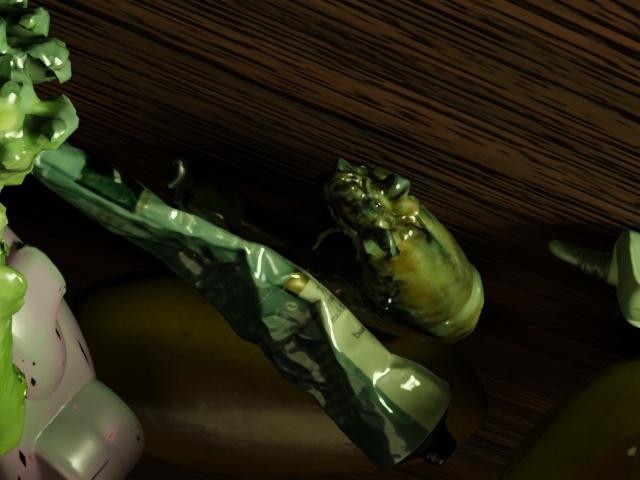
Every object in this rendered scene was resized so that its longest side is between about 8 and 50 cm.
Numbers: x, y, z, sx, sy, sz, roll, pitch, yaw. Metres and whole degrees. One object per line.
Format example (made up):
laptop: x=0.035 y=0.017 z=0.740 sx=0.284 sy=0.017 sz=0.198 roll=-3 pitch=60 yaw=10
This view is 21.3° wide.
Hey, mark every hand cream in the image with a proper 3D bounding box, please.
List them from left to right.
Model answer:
hand cream: x=-0.041 y=0.028 z=0.770 sx=0.248 sy=0.052 sz=0.075 roll=34 pitch=165 yaw=-9

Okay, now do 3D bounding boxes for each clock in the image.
clock: x=-0.214 y=0.037 z=0.887 sx=0.228 sy=0.090 sz=0.248 roll=-3 pitch=129 yaw=51

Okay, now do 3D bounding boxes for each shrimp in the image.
shrimp: x=0.000 y=0.000 z=0.786 sx=0.150 sy=0.051 sz=0.217 roll=20 pitch=165 yaw=16

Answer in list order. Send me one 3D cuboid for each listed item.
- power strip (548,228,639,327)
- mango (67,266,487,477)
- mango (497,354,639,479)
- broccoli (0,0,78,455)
power strip: x=0.219 y=0.036 z=0.717 sx=0.253 sy=0.027 sz=0.060 roll=13 pitch=164 yaw=10
mango: x=-0.028 y=0.075 z=0.946 sx=0.253 sy=0.113 sz=0.138 roll=6 pitch=154 yaw=22
mango: x=0.192 y=0.145 z=0.766 sx=0.253 sy=0.182 sz=0.365 roll=11 pitch=-175 yaw=0
broccoli: x=-0.163 y=0.006 z=0.671 sx=0.165 sy=0.145 sz=0.304 roll=27 pitch=150 yaw=16
